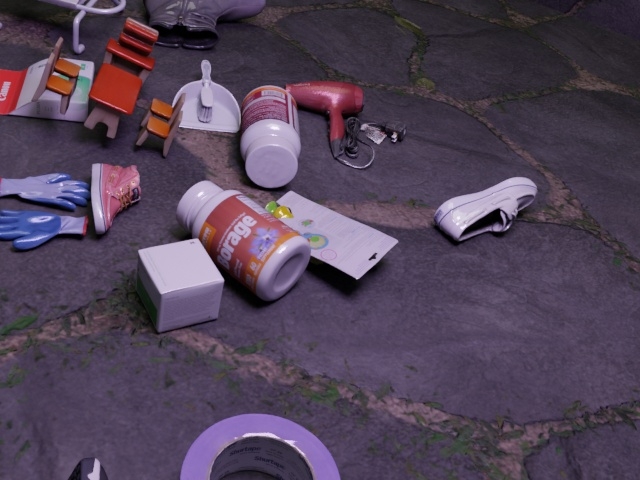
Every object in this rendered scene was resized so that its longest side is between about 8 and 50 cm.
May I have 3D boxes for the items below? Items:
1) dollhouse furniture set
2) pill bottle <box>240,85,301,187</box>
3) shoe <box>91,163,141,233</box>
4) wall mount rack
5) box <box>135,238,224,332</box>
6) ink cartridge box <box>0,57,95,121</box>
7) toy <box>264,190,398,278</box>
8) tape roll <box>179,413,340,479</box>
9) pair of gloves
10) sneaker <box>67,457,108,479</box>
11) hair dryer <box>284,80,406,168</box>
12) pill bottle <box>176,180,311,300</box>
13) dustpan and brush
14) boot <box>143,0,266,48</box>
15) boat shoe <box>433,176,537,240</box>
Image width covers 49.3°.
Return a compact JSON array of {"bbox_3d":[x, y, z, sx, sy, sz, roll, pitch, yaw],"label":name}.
[{"bbox_3d":[-0.391,-0.321,1.366,0.262,0.135,0.259,22,33,-21],"label":"dollhouse furniture set"},{"bbox_3d":[-0.101,-0.210,1.402,0.121,0.121,0.221,7,39,-11],"label":"pill bottle"},{"bbox_3d":[-0.350,-0.077,1.197,0.081,0.063,0.178,-3,38,-15],"label":"shoe"},{"bbox_3d":[-0.624,-0.574,1.665,0.350,0.130,0.304,15,42,-2],"label":"wall mount rack"},{"bbox_3d":[-0.214,0.067,1.053,0.102,0.087,0.101,-11,46,-31],"label":"box"},{"bbox_3d":[-0.583,-0.316,1.417,0.225,0.056,0.181,5,39,-17],"label":"ink cartridge box"},{"bbox_3d":[0.000,0.000,1.238,0.237,0.056,0.137,28,43,22],"label":"toy"},{"bbox_3d":[-0.074,0.305,0.821,0.189,0.080,0.189,10,40,-8],"label":"tape roll"},{"bbox_3d":[-0.466,-0.051,1.161,0.159,0.023,0.198,1,40,-16],"label":"pair of gloves"},{"bbox_3d":[-0.220,0.344,0.743,0.097,0.084,0.234,18,32,-39],"label":"sneaker"},{"bbox_3d":[0.040,-0.289,1.583,0.293,0.080,0.223,32,42,20],"label":"hair dryer"},{"bbox_3d":[-0.131,-0.006,1.145,0.216,0.121,0.121,35,42,23],"label":"pill bottle"},{"bbox_3d":[-0.253,-0.326,1.537,0.147,0.060,0.211,4,40,-15],"label":"dustpan and brush"},{"bbox_3d":[-0.285,-0.572,1.804,0.338,0.118,0.222,-10,47,-14],"label":"boot"},{"bbox_3d":[0.351,-0.054,1.412,0.258,0.095,0.084,-20,54,-23],"label":"boat shoe"}]
